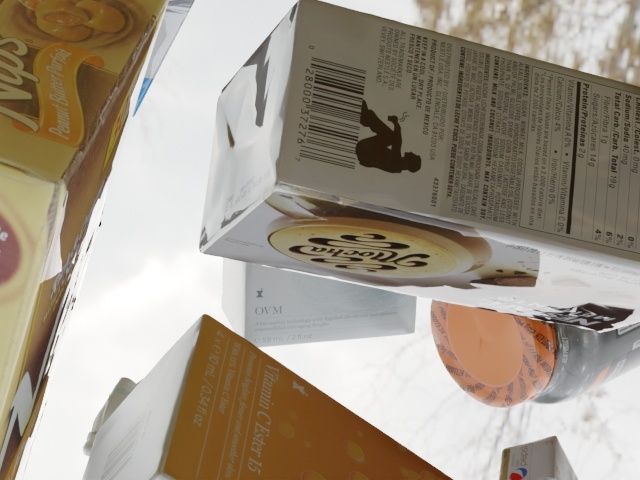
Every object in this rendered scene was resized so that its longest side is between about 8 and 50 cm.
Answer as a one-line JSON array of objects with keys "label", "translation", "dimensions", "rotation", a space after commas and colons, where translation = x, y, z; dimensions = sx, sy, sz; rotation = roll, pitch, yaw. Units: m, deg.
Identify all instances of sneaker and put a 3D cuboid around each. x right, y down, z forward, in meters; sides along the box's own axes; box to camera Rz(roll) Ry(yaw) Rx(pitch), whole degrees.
[{"label": "sneaker", "translation": [-0.154, 0.175, 1.340], "dimensions": [0.080, 0.094, 0.212], "rotation": [13, 173, 16]}]

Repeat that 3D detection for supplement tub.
[{"label": "supplement tub", "translation": [0.281, 0.057, 1.480], "dimensions": [0.316, 0.193, 0.193], "rotation": [-19, -141, -36]}]

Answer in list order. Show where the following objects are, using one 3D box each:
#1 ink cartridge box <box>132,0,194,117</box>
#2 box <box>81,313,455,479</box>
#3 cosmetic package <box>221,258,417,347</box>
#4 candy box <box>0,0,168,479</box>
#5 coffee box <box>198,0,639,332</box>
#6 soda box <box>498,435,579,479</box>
[{"label": "ink cartridge box", "translation": [-0.214, -0.313, 1.435], "dimensions": [0.129, 0.307, 0.223], "rotation": [7, -128, -27]}, {"label": "box", "translation": [-0.017, 0.257, 1.109], "dimensions": [0.345, 0.168, 0.215], "rotation": [35, -155, -15]}, {"label": "cosmetic package", "translation": [0.000, 0.000, 1.710], "dimensions": [0.224, 0.224, 0.138], "rotation": [-4, -160, -16]}, {"label": "candy box", "translation": [-0.158, 0.051, 0.574], "dimensions": [0.088, 0.316, 0.183], "rotation": [19, -150, -6]}, {"label": "coffee box", "translation": [0.093, -0.035, 0.857], "dimensions": [0.297, 0.168, 0.118], "rotation": [12, -107, -18]}, {"label": "soda box", "translation": [0.270, 0.324, 1.532], "dimensions": [0.069, 0.216, 0.074], "rotation": [-18, -153, 21]}]
